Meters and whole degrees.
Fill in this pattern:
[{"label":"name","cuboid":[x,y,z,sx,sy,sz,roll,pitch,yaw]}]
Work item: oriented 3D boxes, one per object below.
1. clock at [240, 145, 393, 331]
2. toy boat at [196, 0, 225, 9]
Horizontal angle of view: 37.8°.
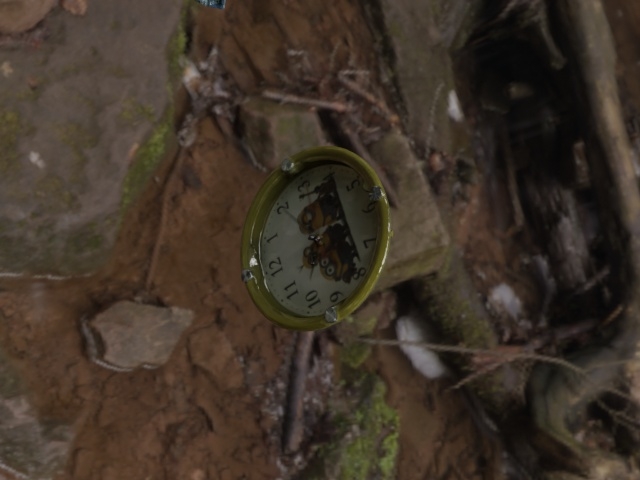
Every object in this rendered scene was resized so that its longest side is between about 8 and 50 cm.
[{"label":"clock","cuboid":[0.000,0.000,1.156,0.057,0.237,0.237,18,63,-51]},{"label":"toy boat","cuboid":[-0.167,-0.338,1.163,0.140,0.059,0.066,42,37,-35]}]
